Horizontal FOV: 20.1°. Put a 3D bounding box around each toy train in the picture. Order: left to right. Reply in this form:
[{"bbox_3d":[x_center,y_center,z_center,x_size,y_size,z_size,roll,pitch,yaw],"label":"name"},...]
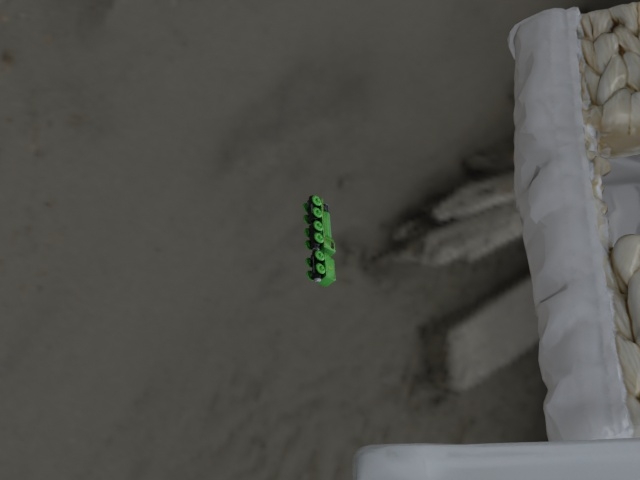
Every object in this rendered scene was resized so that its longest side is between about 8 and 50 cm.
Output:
[{"bbox_3d":[0.000,0.000,1.431,0.024,0.017,0.083,24,46,-32],"label":"toy train"}]

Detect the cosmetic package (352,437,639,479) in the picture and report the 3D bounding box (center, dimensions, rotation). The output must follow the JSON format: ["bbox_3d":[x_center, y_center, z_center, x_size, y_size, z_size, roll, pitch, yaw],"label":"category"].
[{"bbox_3d":[0.088,0.135,0.444,0.183,0.151,0.151,80,7,-73],"label":"cosmetic package"}]

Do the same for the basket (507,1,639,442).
[{"bbox_3d":[0.262,0.072,0.873,0.328,0.266,0.331,-86,159,-52],"label":"basket"}]
